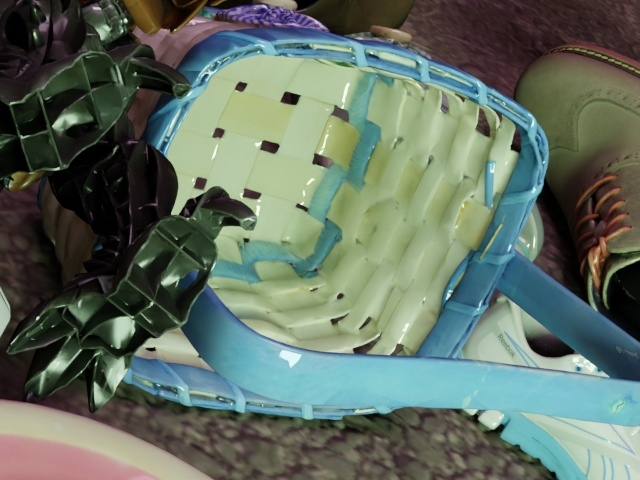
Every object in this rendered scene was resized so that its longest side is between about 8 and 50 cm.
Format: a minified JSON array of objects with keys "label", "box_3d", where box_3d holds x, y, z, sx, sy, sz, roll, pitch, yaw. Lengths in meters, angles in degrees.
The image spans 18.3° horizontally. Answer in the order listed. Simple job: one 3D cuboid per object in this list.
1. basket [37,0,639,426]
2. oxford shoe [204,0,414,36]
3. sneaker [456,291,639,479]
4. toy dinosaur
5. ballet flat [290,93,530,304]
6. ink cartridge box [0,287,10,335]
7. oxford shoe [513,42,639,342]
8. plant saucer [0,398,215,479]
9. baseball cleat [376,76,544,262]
[{"label":"basket","box_3d":[0.000,0.000,0.967,0.254,0.201,0.289,9,26,-38]},{"label":"oxford shoe","box_3d":[-0.001,-0.168,1.340,0.227,0.096,0.083,-9,80,-49]},{"label":"sneaker","box_3d":[0.157,0.097,1.106,0.190,0.083,0.071,36,26,5]},{"label":"toy dinosaur","box_3d":[-0.126,-0.073,0.835,0.164,0.322,0.218,35,20,-36]},{"label":"ballet flat","box_3d":[0.036,-0.029,1.206,0.068,0.072,0.213,-33,62,-28]},{"label":"ink cartridge box","box_3d":[-0.213,0.048,0.689,0.127,0.175,0.072,-75,147,-62]},{"label":"oxford shoe","box_3d":[0.216,-0.013,1.309,0.130,0.123,0.348,-1,41,-39]},{"label":"plant saucer","box_3d":[-0.096,0.171,0.717,0.332,0.084,0.332,26,28,-15]},{"label":"baseball cleat","box_3d":[0.083,-0.060,1.298,0.206,0.072,0.109,47,24,19]}]
